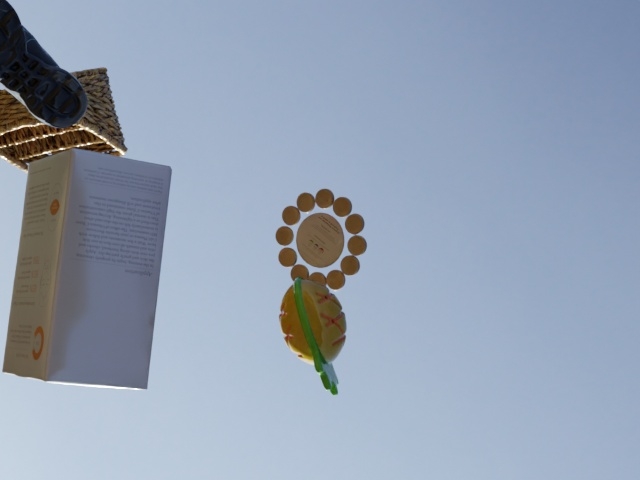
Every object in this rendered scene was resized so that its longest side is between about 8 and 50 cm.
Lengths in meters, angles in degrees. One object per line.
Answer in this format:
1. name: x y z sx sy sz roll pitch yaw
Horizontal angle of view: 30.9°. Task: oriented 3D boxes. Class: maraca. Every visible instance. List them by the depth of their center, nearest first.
1. maraca: -0.006 0.142 1.741 0.099 0.127 0.185 -21 -113 12

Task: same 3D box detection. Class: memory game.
1. memory game: 0.000 0.000 2.054 0.186 0.012 0.186 0 -90 30

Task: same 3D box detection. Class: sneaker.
1. sneaker: -0.443 -0.261 1.623 0.101 0.267 0.106 -45 -140 -8

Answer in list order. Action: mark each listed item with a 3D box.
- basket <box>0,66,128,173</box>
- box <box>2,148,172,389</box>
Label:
1. basket: -0.635 -0.262 2.698 0.299 0.213 0.223 -8 -80 22
2. box: -0.365 0.049 1.804 0.215 0.168 0.345 -4 -102 58
